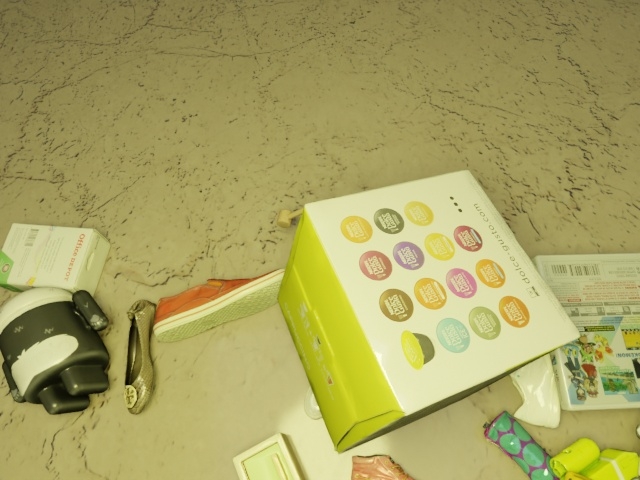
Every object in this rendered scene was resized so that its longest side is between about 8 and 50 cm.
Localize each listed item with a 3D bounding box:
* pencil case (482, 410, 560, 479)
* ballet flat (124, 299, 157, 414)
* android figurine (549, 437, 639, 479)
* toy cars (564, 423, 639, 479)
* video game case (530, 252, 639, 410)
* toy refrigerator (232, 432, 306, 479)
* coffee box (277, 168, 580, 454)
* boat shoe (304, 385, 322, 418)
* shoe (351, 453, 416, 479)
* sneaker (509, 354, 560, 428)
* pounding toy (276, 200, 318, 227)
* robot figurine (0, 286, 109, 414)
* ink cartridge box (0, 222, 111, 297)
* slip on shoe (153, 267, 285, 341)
[{"bbox_3d":[0.384,0.405,0.853,0.070,0.064,0.151,-39,69,-15],"label":"pencil case"},{"bbox_3d":[-0.400,0.245,0.973,0.084,0.058,0.249,-21,59,28],"label":"ballet flat"},{"bbox_3d":[0.506,0.478,0.781,0.273,0.056,0.248,-22,81,-20],"label":"android figurine"},{"bbox_3d":[0.512,0.430,0.721,0.394,0.087,0.176,-24,82,-19],"label":"toy cars"},{"bbox_3d":[0.606,0.170,0.881,0.329,0.036,0.299,-1,69,-3],"label":"video game case"},{"bbox_3d":[-0.058,0.507,0.820,0.102,0.094,0.269,-26,65,-8],"label":"toy refrigerator"},{"bbox_3d":[0.145,0.131,0.805,0.335,0.338,0.337,-14,62,-22],"label":"coffee box"},{"bbox_3d":[0.028,0.286,0.934,0.066,0.063,0.184,37,72,19],"label":"boat shoe"},{"bbox_3d":[0.145,0.451,0.848,0.178,0.063,0.081,-1,70,8],"label":"shoe"},{"bbox_3d":[0.436,0.265,0.915,0.094,0.080,0.212,5,66,19],"label":"sneaker"},{"bbox_3d":[-0.006,-0.005,1.010,0.206,0.181,0.094,12,66,9],"label":"pounding toy"},{"bbox_3d":[-0.562,0.227,0.948,0.209,0.173,0.278,-27,63,-34],"label":"robot figurine"},{"bbox_3d":[-0.644,0.049,1.078,0.213,0.093,0.154,3,66,7],"label":"ink cartridge box"},{"bbox_3d":[-0.218,0.124,1.004,0.332,0.123,0.101,-20,61,0],"label":"slip on shoe"}]
